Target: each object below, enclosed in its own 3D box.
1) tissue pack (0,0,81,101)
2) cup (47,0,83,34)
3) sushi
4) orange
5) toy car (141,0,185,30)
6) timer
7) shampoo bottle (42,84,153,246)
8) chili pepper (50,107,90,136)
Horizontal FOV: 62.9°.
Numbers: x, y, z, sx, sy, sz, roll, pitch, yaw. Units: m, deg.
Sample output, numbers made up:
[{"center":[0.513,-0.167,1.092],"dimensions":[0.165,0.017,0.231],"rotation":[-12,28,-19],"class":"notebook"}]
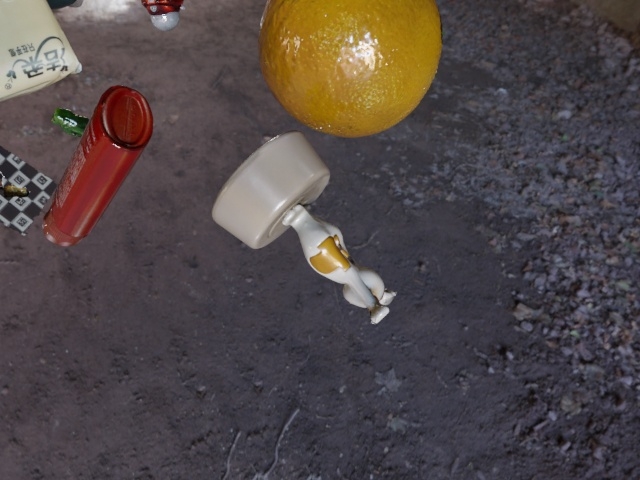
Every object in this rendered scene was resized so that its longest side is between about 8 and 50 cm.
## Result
[{"center":[-0.658,-0.352,0.823],"dimensions":[0.205,0.332,0.405],"rotation":[8,36,47],"class":"tissue pack"},{"center":[-0.617,-0.590,1.158],"dimensions":[0.167,0.299,0.173],"rotation":[-5,8,27],"class":"cup"},{"center":[-0.676,-0.117,1.101],"dimensions":[0.031,0.201,0.139],"rotation":[7,63,43],"class":"sushi"},{"center":[0.044,-0.283,0.770],"dimensions":[0.274,0.274,0.274],"rotation":[4,41,-4],"class":"orange"},{"center":[-0.459,-0.669,1.524],"dimensions":[0.112,0.112,0.139],"rotation":[1,23,10],"class":"toy car"},{"center":[0.000,0.000,0.728],"dimensions":[0.266,0.175,0.175],"rotation":[46,50,6],"class":"timer"},{"center":[-0.348,-0.093,0.797],"dimensions":[0.076,0.314,0.118],"rotation":[12,53,-36],"class":"shampoo bottle"},{"center":[-0.557,-0.288,1.279],"dimensions":[0.050,0.073,0.182],"rotation":[-9,5,45],"class":"chili pepper"}]
